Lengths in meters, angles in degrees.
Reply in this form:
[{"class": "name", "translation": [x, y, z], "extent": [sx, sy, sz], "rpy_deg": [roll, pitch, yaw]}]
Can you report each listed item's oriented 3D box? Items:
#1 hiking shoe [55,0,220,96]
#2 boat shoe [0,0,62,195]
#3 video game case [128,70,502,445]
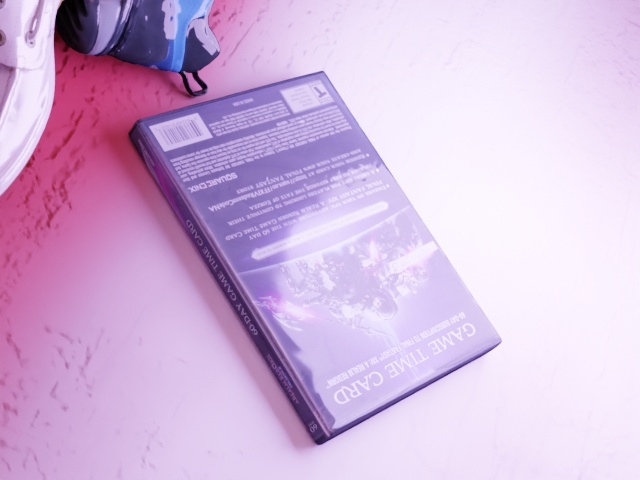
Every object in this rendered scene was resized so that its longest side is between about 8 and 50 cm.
[{"class": "hiking shoe", "translation": [-0.101, -0.275, 0.897], "extent": [0.132, 0.304, 0.113], "rpy_deg": [16, 9, -34]}, {"class": "boat shoe", "translation": [-0.226, -0.156, 0.774], "extent": [0.098, 0.096, 0.277], "rpy_deg": [6, 69, 8]}, {"class": "video game case", "translation": [0.000, 0.000, 0.901], "extent": [0.196, 0.026, 0.274], "rpy_deg": [-22, 74, -40]}]
